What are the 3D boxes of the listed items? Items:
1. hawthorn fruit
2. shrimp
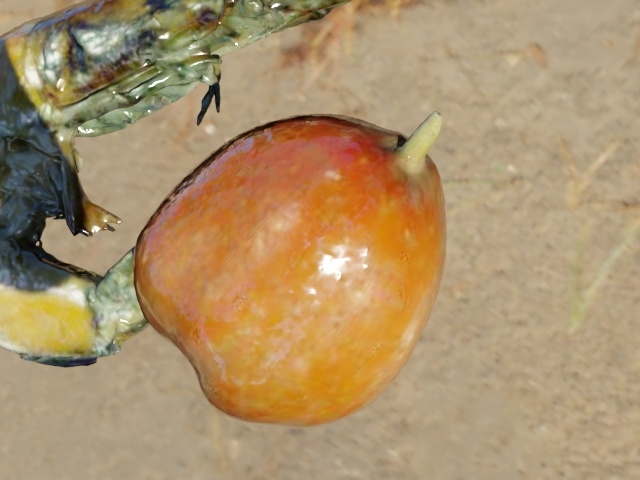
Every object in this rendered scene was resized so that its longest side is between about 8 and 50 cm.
[{"bbox_3d":[0.000,0.000,1.061,0.251,0.199,0.199,-48,41,27],"label":"hawthorn fruit"},{"bbox_3d":[-0.136,-0.075,1.205,0.445,0.085,0.272,-29,71,18],"label":"shrimp"}]
